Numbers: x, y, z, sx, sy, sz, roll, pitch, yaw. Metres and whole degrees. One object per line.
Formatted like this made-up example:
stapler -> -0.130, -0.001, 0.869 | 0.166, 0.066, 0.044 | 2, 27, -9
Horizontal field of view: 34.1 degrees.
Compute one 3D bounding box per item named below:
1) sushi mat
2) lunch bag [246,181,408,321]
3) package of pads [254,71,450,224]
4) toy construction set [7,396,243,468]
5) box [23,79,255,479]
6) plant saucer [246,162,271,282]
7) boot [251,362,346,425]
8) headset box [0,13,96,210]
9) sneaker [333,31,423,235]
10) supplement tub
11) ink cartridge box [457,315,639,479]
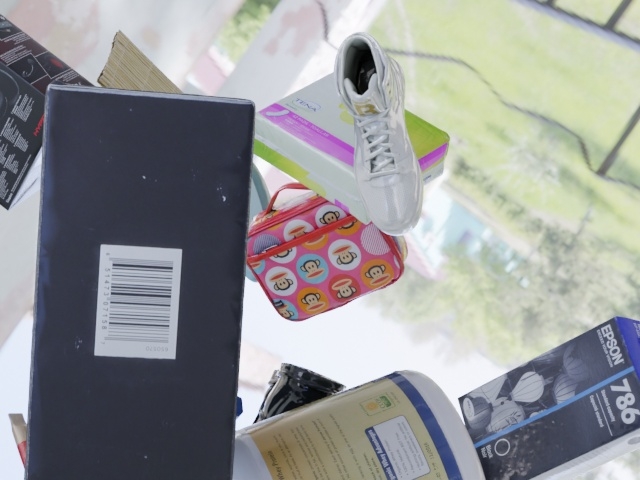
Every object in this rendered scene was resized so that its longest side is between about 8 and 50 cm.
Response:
sushi mat -> -0.283, -0.240, 1.931 | 0.316, 0.019, 0.151 | 44, -145, -35
lunch bag -> 0.000, 0.000, 2.013 | 0.258, 0.293, 0.120 | 60, -158, -17
package of pads -> 0.053, -0.173, 1.832 | 0.296, 0.229, 0.101 | 34, 139, 29
toy construction set -> -0.291, 0.225, 1.496 | 0.309, 0.257, 0.237 | -10, -123, -33
box -> -0.167, 0.034, 1.013 | 0.179, 0.343, 0.312 | 4, -176, -8
plant saucer -> -0.165, -0.063, 2.340 | 0.317, 0.044, 0.317 | 46, 144, 49
boot -> -0.054, 0.280, 1.423 | 0.094, 0.207, 0.246 | 22, 166, -9
headset box -> -0.519, -0.224, 1.573 | 0.293, 0.218, 0.110 | 37, -149, 0
sneaker -> 0.076, -0.160, 1.542 | 0.108, 0.292, 0.169 | -12, 165, 17
supplement tub -> 0.008, 0.299, 1.188 | 0.228, 0.316, 0.228 | 162, 90, -75
ink cartridge box -> 0.351, 0.220, 1.405 | 0.065, 0.333, 0.165 | 34, -147, -42
